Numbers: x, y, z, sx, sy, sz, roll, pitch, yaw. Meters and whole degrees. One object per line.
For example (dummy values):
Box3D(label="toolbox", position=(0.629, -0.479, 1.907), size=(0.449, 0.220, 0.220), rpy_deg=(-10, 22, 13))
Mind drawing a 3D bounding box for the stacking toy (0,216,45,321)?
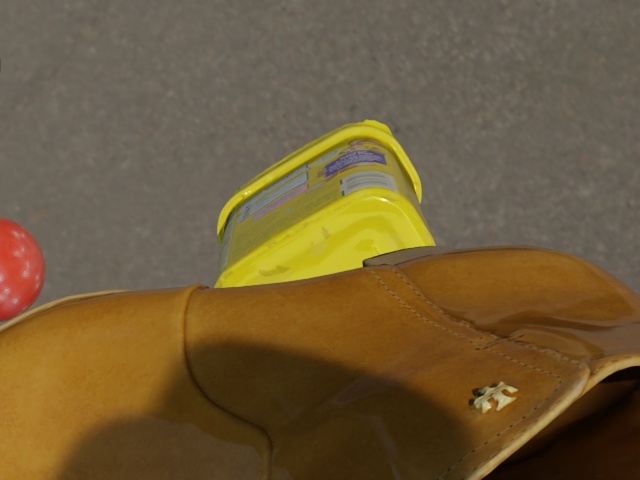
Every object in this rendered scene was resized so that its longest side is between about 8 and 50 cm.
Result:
Box3D(label="stacking toy", position=(-0.390, 0.059, 1.152), size=(0.330, 0.141, 0.141), rpy_deg=(-18, 50, 9))

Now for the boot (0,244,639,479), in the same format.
Box3D(label="boot", position=(-0.019, 0.070, 0.429), size=(0.295, 0.104, 0.211), rpy_deg=(-20, 13, -16))

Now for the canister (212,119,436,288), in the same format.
Box3D(label="canister", position=(0.000, 0.000, 0.766), size=(0.126, 0.073, 0.170), rpy_deg=(-31, 13, 7))
